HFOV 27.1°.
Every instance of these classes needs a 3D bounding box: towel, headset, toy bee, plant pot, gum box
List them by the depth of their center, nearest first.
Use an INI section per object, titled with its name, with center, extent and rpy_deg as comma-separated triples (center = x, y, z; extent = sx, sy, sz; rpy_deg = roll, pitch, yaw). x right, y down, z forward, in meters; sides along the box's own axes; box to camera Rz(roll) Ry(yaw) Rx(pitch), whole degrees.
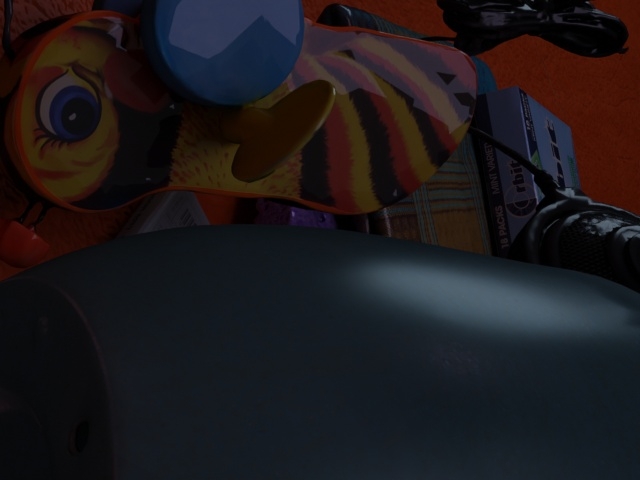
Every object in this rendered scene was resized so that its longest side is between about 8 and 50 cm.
[plant pot]
center = -0.022, 0.124, 0.473
extent = 0.235, 0.293, 0.293
rpy_deg = 18, 61, -35
[toy bee]
center = -0.082, -0.057, 0.594
extent = 0.195, 0.298, 0.162
rpy_deg = -174, -77, -84
[headset]
center = 0.124, 0.054, 0.685
extent = 0.185, 0.243, 0.394
rpy_deg = -3, 78, -36
[towel]
center = 0.090, -0.018, 0.951
extent = 0.370, 0.040, 0.271
rpy_deg = -6, 84, -69
[gum box]
center = 0.176, -0.029, 1.064
extent = 0.184, 0.041, 0.157
rpy_deg = 14, 67, -66

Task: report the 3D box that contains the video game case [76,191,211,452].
[video game case]
center = -0.067, 0.090, 0.671
extent = 0.190, 0.022, 0.173
rpy_deg = 64, 29, -25

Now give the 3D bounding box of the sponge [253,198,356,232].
[sponge]
center = 0.000, 0.000, 0.802
extent = 0.117, 0.031, 0.210
rpy_deg = 54, 30, -41
